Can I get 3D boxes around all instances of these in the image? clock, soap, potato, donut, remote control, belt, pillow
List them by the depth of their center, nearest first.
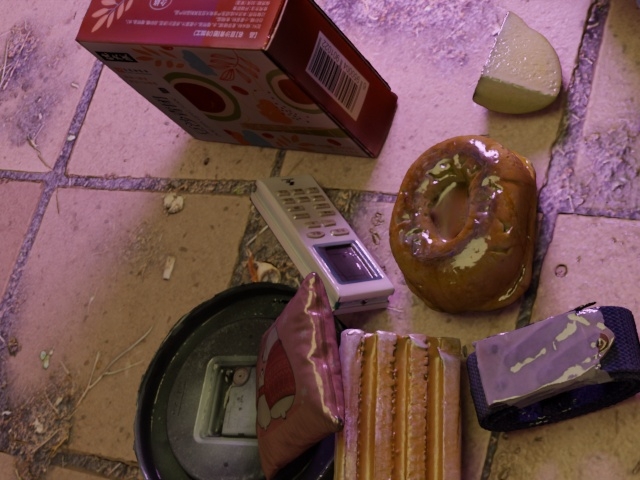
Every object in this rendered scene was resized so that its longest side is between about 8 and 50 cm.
[{"bbox_3d":[0.300,0.158,1.548,0.230,0.139,0.126,-21,58,23],"label":"belt"},{"bbox_3d":[0.105,0.263,1.609,0.173,0.089,0.274,5,64,-3],"label":"soap"},{"bbox_3d":[-0.033,0.189,1.629,0.236,0.084,0.223,127,142,-53],"label":"pillow"},{"bbox_3d":[0.201,-0.023,1.710,0.208,0.128,0.261,-9,60,28],"label":"donut"},{"bbox_3d":[-0.104,0.249,1.789,0.386,0.076,0.386,-13,60,25],"label":"clock"},{"bbox_3d":[0.309,-0.256,1.817,0.120,0.081,0.149,21,58,7],"label":"potato"},{"bbox_3d":[0.000,0.000,1.831,0.277,0.103,0.055,54,138,38],"label":"remote control"}]

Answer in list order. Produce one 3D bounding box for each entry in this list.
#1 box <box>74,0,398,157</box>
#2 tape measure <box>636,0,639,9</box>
[{"bbox_3d":[-0.127,-0.271,1.898,0.385,0.344,0.122,9,72,34],"label":"box"},{"bbox_3d":[0.550,-0.297,1.552,0.262,0.259,0.138,-32,54,13],"label":"tape measure"}]
